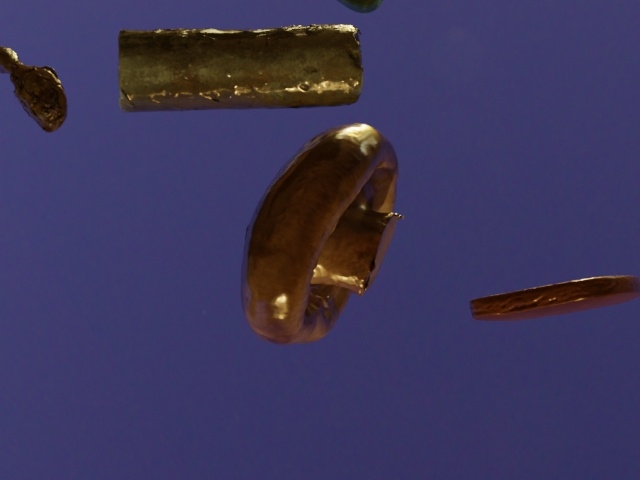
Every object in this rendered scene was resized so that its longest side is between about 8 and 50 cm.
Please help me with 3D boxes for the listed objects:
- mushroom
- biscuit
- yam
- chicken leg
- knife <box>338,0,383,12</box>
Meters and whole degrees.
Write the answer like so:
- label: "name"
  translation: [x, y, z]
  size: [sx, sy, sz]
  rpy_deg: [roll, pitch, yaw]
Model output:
- label: "mushroom"
  translation: [0.000, 0.000, 1.182]
  size: [0.146, 0.278, 0.278]
  rpy_deg: [23, -123, 14]
- label: "biscuit"
  translation: [0.304, 0.077, 1.372]
  size: [0.192, 0.186, 0.036]
  rpy_deg: [-13, -98, 31]
- label: "yam"
  translation: [-0.084, -0.177, 1.113]
  size: [0.259, 0.093, 0.093]
  rpy_deg: [-1, -129, 4]
- label: "chicken leg"
  translation: [-0.456, -0.249, 1.689]
  size: [0.069, 0.085, 0.198]
  rpy_deg: [-34, -123, -19]
- label: "knife"
  translation: [-0.032, -0.366, 1.364]
  size: [0.260, 0.034, 0.063]
  rpy_deg: [30, -95, 9]
